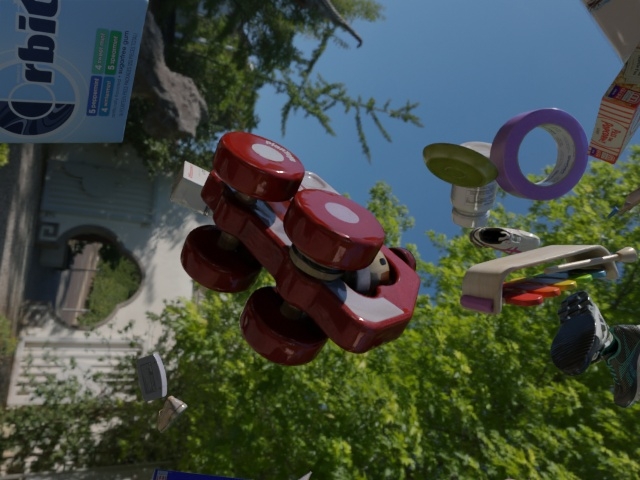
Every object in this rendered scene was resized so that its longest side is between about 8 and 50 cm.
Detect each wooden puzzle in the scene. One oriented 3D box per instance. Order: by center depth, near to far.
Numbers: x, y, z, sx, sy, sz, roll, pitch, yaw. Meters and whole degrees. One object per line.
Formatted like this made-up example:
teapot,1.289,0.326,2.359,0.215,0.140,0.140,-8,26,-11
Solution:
wooden puzzle,0.562,-0.079,0.845,0.014,0.078,0.116,45,-24,6

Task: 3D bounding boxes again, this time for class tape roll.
tape roll,0.669,-0.261,1.483,0.090,0.275,0.274,-132,-128,-79

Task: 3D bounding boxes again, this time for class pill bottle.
pill bottle,0.554,-0.197,1.742,0.160,0.161,0.282,-125,-153,-54

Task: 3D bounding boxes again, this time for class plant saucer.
plant saucer,0.424,-0.223,1.498,0.241,0.241,0.037,2,-114,64

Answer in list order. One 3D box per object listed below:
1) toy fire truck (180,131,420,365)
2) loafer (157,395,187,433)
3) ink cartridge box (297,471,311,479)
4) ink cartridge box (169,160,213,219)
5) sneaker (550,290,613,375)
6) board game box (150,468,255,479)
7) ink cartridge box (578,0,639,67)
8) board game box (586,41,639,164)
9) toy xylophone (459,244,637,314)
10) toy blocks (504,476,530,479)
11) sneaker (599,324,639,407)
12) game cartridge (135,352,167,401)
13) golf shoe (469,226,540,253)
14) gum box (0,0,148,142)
toy fire truck,0.000,0.000,0.589,0.302,0.254,0.169,41,-60,29
loafer,-0.298,0.340,0.952,0.039,0.045,0.125,45,-48,6
ink cartridge box,-0.108,0.563,0.838,0.176,0.069,0.371,-40,177,12
ink cartridge box,-0.302,-0.125,1.326,0.082,0.191,0.139,-56,-154,17
sneaker,0.681,0.260,1.220,0.146,0.331,0.122,52,-51,2
board game box,-0.099,0.335,0.447,0.210,0.160,0.047,-93,-157,-46
ink cartridge box,0.582,-0.465,0.864,0.197,0.198,0.269,-33,-107,35
board game box,0.460,-0.227,0.690,0.045,0.147,0.193,33,-96,29
toy xylophone,0.439,0.068,0.939,0.236,0.323,0.081,-176,-105,-80
toy blocks,0.473,0.693,1.023,0.260,0.309,0.288,110,3,-81
sneaker,0.558,0.229,0.899,0.065,0.076,0.166,-40,137,-78
game cartridge,-0.320,0.260,0.920,0.056,0.017,0.083,-21,-104,24
golf shoe,0.505,0.000,1.308,0.086,0.186,0.067,65,30,-85
gum box,-0.264,-0.163,0.434,0.041,0.185,0.156,48,-51,27
